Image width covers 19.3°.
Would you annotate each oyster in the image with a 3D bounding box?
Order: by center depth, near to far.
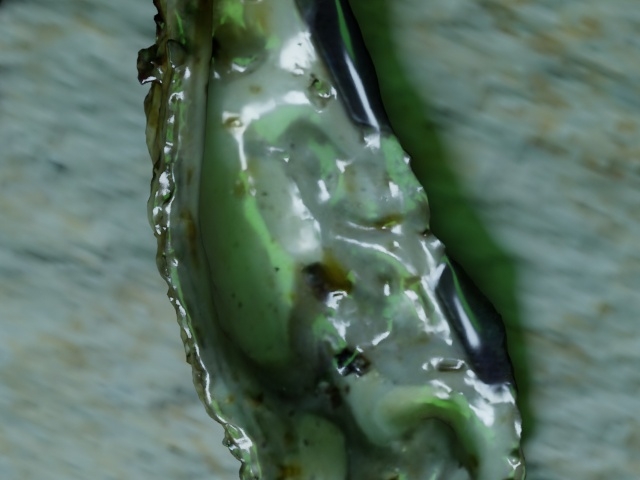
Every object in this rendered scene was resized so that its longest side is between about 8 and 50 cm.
[{"bbox_3d":[-0.003,0.001,0.749,0.128,0.078,0.345,-19,103,-10],"label":"oyster"}]
